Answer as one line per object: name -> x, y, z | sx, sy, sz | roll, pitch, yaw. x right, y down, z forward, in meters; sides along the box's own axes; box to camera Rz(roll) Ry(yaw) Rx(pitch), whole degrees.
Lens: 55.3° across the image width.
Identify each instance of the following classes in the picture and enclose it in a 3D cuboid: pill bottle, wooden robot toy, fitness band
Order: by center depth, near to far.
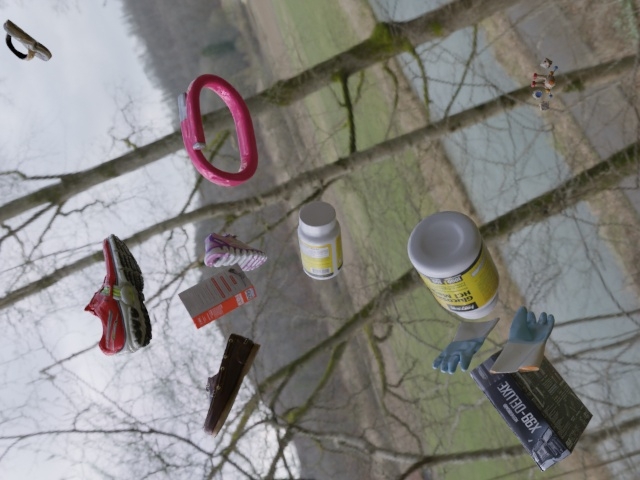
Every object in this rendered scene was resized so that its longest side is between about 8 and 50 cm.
fitness band -> -0.247, -0.274, 1.511 | 0.209, 0.054, 0.290 | 9, -115, -49
pill bottle -> 0.373, 0.081, 1.644 | 0.334, 0.188, 0.188 | 49, -161, -48
pill bottle -> 0.000, 0.000, 1.691 | 0.208, 0.119, 0.119 | 84, 173, -46
wooden robot toy -> 0.740, -0.513, 2.008 | 0.079, 0.076, 0.173 | -67, -17, -73

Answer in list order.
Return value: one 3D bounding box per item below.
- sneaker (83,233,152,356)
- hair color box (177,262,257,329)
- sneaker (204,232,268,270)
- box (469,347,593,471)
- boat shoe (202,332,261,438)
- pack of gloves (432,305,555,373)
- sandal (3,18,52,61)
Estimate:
sneaker -> -0.442, 0.111, 1.284 | 0.107, 0.118, 0.279 | 65, -174, -62
hair color box -> -0.253, 0.136, 1.505 | 0.093, 0.167, 0.053 | 49, 161, 38
sneaker -> -0.268, 0.028, 1.920 | 0.236, 0.095, 0.104 | 12, -135, -45
box -> 0.483, 0.350, 1.378 | 0.242, 0.076, 0.307 | 54, -155, 19
boat shoe -> -0.195, 0.291, 1.240 | 0.073, 0.073, 0.207 | 114, 179, -76
pack of gloves -> 0.316, 0.171, 1.119 | 0.232, 0.195, 0.046 | -32, -72, -57
sandal -> -0.559, -0.365, 1.145 | 0.072, 0.049, 0.180 | 36, 178, -14
